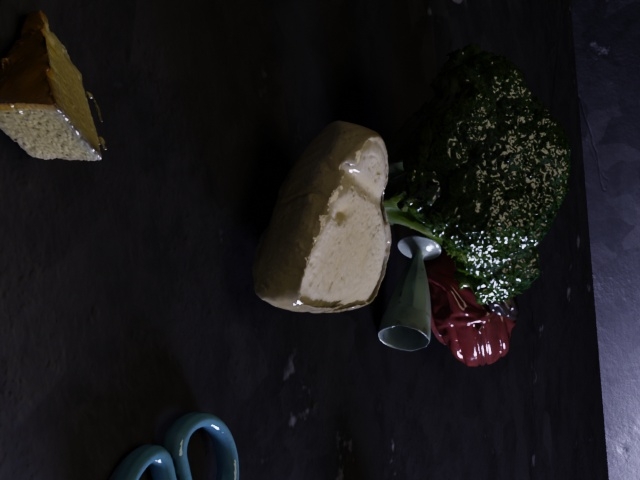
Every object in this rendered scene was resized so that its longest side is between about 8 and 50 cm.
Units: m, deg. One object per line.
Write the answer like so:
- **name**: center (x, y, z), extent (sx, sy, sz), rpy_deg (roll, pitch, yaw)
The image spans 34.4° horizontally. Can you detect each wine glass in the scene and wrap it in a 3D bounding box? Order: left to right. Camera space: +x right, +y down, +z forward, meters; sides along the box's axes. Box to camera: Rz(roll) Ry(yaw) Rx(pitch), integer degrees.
- **wine glass**: center (0.127, 0.073, 1.447), extent (0.073, 0.073, 0.155), rpy_deg (56, 37, -46)

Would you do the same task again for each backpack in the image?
- **backpack**: center (0.229, 0.087, 1.581), extent (0.229, 0.138, 0.229), rpy_deg (-13, 90, -79)

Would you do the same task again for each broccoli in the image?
- **broccoli**: center (0.182, -0.082, 1.330), extent (0.304, 0.283, 0.321), rpy_deg (61, 35, -34)

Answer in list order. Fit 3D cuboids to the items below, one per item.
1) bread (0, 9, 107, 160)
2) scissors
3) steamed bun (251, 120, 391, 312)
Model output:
- **bread**: center (-0.198, -0.120, 0.807), extent (0.084, 0.080, 0.109), rpy_deg (58, 41, -48)
- **scissors**: center (-0.106, 0.390, 0.995), extent (0.192, 0.029, 0.447), rpy_deg (-34, 117, -59)
- **steamed bun**: center (0.003, -0.028, 1.163), extent (0.231, 0.110, 0.213), rpy_deg (13, 93, -65)
